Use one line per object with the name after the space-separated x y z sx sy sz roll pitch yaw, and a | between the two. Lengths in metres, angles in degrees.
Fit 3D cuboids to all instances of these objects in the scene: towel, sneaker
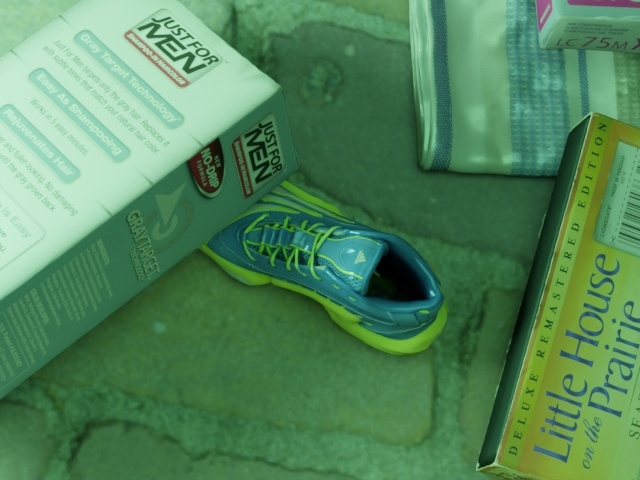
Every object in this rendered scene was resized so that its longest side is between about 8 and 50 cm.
0.212 -0.155 1.646 0.285 0.034 0.209 1 75 -9 | towel
0.000 0.000 1.518 0.240 0.126 0.091 27 72 -2 | sneaker

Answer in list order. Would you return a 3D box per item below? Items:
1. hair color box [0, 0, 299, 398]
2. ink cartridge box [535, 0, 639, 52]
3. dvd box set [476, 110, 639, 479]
-0.219 -0.027 1.465 0.374 0.113 0.185 -38 60 -16 | hair color box
0.268 -0.303 1.657 0.186 0.065 0.311 2 62 -9 | ink cartridge box
0.362 0.108 1.570 0.420 0.062 0.307 19 73 -8 | dvd box set
